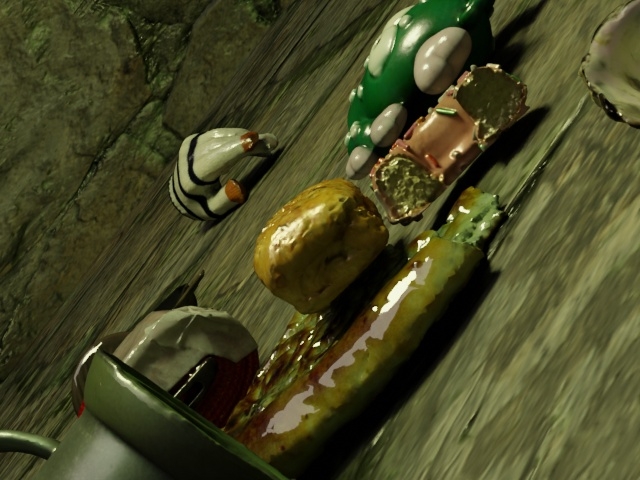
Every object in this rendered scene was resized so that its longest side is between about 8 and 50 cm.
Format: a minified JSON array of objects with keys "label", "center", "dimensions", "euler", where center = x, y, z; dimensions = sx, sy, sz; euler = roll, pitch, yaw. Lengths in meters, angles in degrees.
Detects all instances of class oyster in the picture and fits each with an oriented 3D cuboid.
[{"label":"oyster","center":[0.245,-0.116,0.895],"dimensions":[0.191,0.081,0.163],"euler":[-38,34,-9]}]

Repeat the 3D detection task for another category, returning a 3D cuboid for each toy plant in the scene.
[{"label":"toy plant","center":[0.104,-0.174,1.471],"dimensions":[0.243,0.112,0.232],"euler":[-52,8,30]}]

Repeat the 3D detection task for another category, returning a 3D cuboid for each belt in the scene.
[{"label":"belt","center":[-0.146,0.152,1.400],"dimensions":[0.201,0.128,0.124],"euler":[-53,12,-12]}]

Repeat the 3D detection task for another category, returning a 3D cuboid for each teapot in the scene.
[{"label":"teapot","center":[-0.184,0.249,0.968],"dimensions":[0.337,0.270,0.200],"euler":[-55,-18,-7]}]

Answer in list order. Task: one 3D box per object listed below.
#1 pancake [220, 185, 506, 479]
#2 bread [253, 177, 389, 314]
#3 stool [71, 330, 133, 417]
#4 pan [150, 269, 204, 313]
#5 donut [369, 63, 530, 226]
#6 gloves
[{"label":"pancake","center":[-0.012,0.103,1.196],"dimensions":[0.427,0.067,0.305],"euler":[-40,15,51]},{"label":"bread","center":[0.000,0.000,1.248],"dimensions":[0.114,0.083,0.211],"euler":[-40,5,2]},{"label":"stool","center":[-0.216,0.195,1.593],"dimensions":[0.121,0.125,0.217],"euler":[111,172,-67]},{"label":"pan","center":[-0.193,0.114,1.887],"dimensions":[0.128,0.048,0.202],"euler":[-57,11,-18]},{"label":"donut","center":[0.105,-0.081,1.256],"dimensions":[0.166,0.065,0.117],"euler":[-44,-1,-5]},{"label":"gloves","center":[-0.163,-0.120,2.299],"dimensions":[0.140,0.131,0.219],"euler":[-63,7,-35]}]
